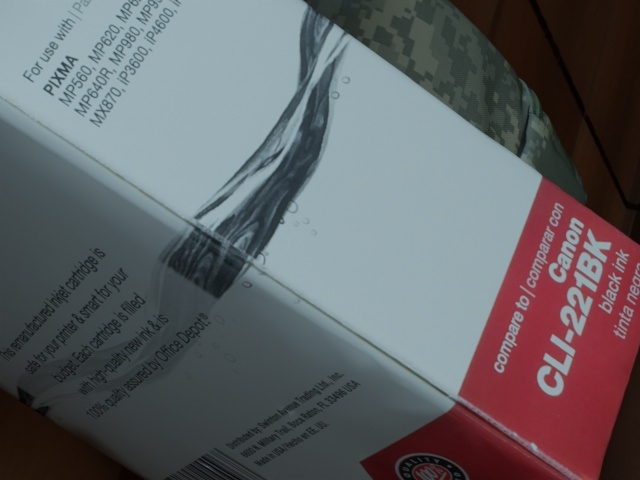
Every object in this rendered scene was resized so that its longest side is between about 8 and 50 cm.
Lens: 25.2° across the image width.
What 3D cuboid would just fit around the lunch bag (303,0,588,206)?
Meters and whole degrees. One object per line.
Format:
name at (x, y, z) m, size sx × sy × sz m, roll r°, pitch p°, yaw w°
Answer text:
lunch bag at (0.000, 0.000, 0.820) m, size 0.256 × 0.212 × 0.305 m, roll 50°, pitch 51°, yaw -44°

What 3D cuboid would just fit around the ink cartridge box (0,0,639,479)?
ink cartridge box at (-0.041, 0.009, 0.562) m, size 0.197 × 0.273 × 0.114 m, roll -39°, pitch -159°, yaw 54°
